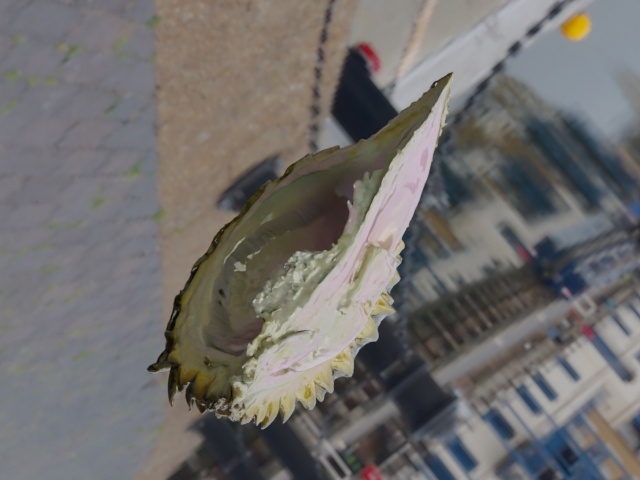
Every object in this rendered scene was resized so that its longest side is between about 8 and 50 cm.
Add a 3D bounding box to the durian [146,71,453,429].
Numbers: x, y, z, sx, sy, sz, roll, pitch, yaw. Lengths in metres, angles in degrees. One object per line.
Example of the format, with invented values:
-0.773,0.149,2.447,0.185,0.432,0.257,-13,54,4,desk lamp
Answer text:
0.009,0.009,0.675,0.224,0.078,0.140,-47,-157,0,durian
